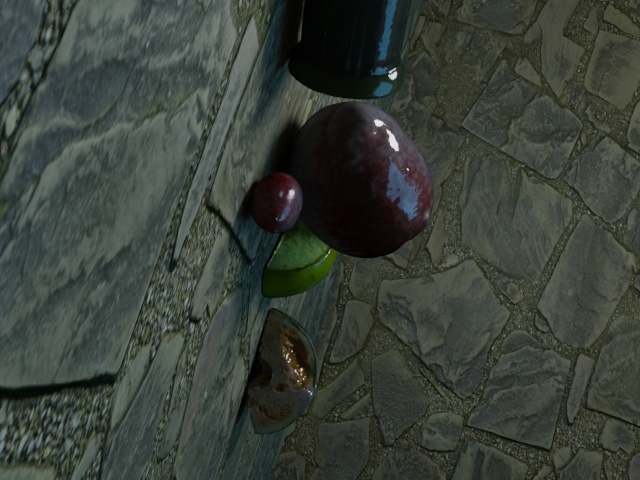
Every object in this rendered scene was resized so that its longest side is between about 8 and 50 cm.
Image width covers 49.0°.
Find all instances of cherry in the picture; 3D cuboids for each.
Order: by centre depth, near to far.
[{"bbox_3d":[-0.073,-0.083,1.270,0.225,0.090,0.107,-79,167,-64],"label":"cherry"},{"bbox_3d":[0.071,-0.137,1.435,0.291,0.335,0.326,-38,-147,0],"label":"cherry"}]

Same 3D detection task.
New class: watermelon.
[{"bbox_3d":[-0.084,0.345,1.859,0.188,0.175,0.322,-29,136,-80],"label":"watermelon"}]

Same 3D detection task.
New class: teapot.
[{"bbox_3d":[0.060,-0.431,1.110,0.271,0.200,0.337,-105,-162,-48],"label":"teapot"}]

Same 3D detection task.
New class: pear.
[{"bbox_3d":[-0.042,0.053,1.712,0.239,0.139,0.288,113,1,-52],"label":"pear"}]
